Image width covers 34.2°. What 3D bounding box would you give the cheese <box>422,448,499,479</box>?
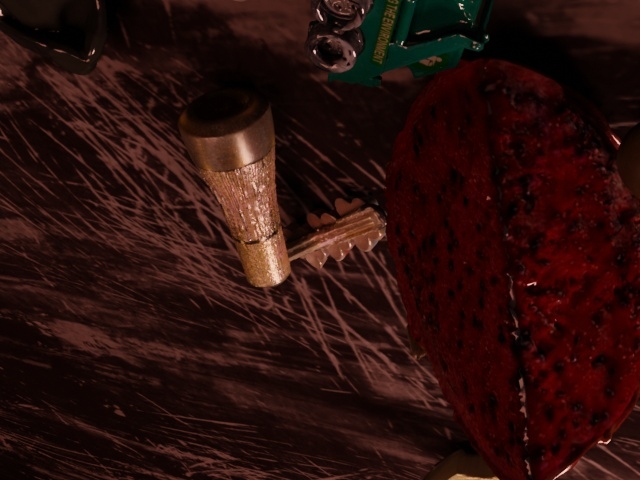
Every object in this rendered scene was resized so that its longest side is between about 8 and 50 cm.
[{"bbox_3d":[0.249,0.348,1.267,0.255,0.050,0.127,40,123,-8],"label":"cheese"}]

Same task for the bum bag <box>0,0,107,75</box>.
[{"bbox_3d":[-0.280,-0.276,0.879,0.142,0.079,0.326,0,133,33],"label":"bum bag"}]

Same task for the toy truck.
[{"bbox_3d":[0.066,-0.187,0.651,0.116,0.110,0.216,17,148,2],"label":"toy truck"}]

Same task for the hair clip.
[{"bbox_3d":[0.004,-0.003,1.031,0.214,0.056,0.062,-24,102,46],"label":"hair clip"}]

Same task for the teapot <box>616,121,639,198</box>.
[{"bbox_3d":[0.244,-0.077,0.697,0.080,0.085,0.110,11,118,60],"label":"teapot"}]

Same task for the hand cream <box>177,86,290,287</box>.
[{"bbox_3d":[-0.066,-0.040,0.971,0.084,0.084,0.203,12,133,33],"label":"hand cream"}]

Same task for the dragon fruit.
[{"bbox_3d":[0.156,0.010,0.817,0.205,0.152,0.317,-169,69,-67],"label":"dragon fruit"}]
